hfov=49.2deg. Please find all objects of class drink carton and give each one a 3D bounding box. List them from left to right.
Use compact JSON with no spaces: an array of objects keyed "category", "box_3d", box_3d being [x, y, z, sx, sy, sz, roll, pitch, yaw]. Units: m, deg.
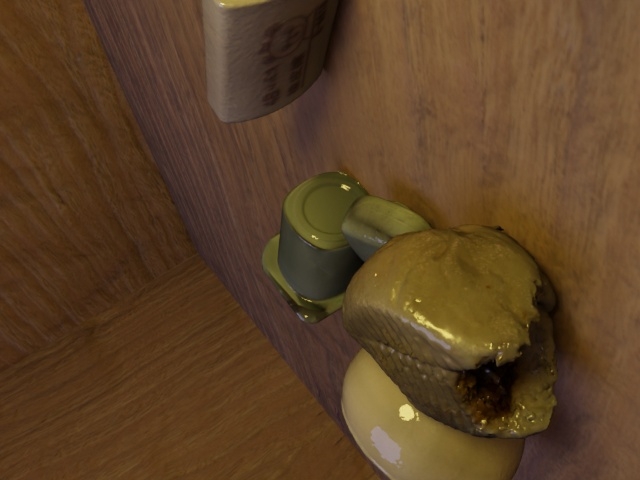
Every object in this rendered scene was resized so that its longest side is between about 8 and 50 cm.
[{"category":"drink carton","box_3d":[0.000,0.000,1.181,0.191,0.185,0.190,52,161,24]}]

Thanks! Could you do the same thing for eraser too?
[{"category":"eraser","box_3d":[-0.063,-0.263,0.873,0.095,0.174,0.270,56,164,10]}]

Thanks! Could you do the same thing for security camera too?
[{"category":"security camera","box_3d":[0.133,0.046,1.066,0.157,0.080,0.301,24,158,36]}]

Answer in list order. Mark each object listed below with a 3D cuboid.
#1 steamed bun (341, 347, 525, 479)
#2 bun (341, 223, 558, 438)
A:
[{"category":"steamed bun","box_3d":[0.177,0.234,1.017,0.283,0.177,0.283,28,-158,-13]},{"category":"bun","box_3d":[0.166,0.088,0.828,0.281,0.205,0.281,35,154,20]}]
